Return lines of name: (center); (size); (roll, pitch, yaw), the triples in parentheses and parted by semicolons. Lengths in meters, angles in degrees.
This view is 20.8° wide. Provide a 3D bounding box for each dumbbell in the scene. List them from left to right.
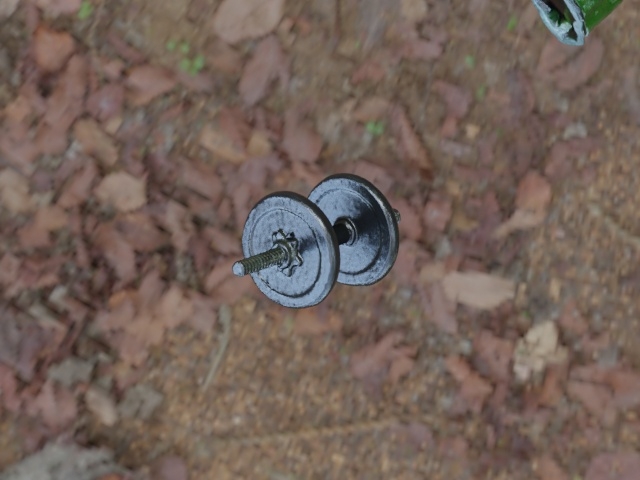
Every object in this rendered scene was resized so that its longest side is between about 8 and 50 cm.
dumbbell: (0.000, 0.000, 0.999); (0.069, 0.147, 0.069); (12, 110, 36)

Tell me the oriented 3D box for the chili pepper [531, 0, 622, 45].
chili pepper: (0.252, -0.293, 1.380); (0.136, 0.270, 0.099); (47, 162, -8)
